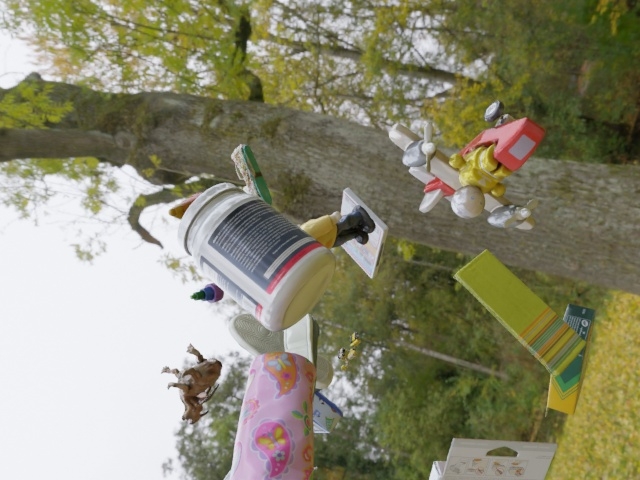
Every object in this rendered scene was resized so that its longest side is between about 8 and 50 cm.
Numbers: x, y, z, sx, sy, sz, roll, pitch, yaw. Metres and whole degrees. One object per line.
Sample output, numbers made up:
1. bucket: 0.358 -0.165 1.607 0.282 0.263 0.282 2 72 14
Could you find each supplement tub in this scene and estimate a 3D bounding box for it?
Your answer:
1. supplement tub: -0.124 0.029 1.024 0.191 0.272 0.191 -45 -20 -21

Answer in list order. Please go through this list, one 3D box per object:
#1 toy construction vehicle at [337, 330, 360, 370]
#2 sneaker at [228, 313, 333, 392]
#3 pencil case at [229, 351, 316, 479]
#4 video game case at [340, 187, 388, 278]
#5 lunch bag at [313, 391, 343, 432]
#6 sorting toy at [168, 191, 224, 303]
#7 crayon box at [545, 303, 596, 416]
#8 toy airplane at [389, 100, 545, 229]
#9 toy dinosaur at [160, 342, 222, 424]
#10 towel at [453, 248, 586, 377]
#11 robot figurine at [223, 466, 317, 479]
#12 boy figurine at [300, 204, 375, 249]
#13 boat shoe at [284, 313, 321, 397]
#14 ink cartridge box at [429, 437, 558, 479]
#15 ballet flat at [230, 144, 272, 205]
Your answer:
1. toy construction vehicle: 0.092 0.335 1.580 0.086 0.035 0.098 -47 17 24
2. sneaker: -0.139 0.357 1.566 0.148 0.350 0.131 -50 7 40
3. pencil case: -0.066 0.306 0.798 0.284 0.124 0.124 -91 0 -53
4. video game case: 0.135 -0.019 1.767 0.025 0.204 0.285 -30 -29 -23
5. lunch bag: -0.046 0.616 1.942 0.115 0.243 0.303 -52 0 -23
6. sorting toy: -0.406 0.027 1.674 0.126 0.127 0.364 -8 -94 -48
7. crayon box: 0.771 0.384 1.618 0.203 0.083 0.322 -48 -41 -40
8. toy airplane: 0.393 -0.163 1.433 0.384 0.387 0.272 70 -149 -47
9. toy dinosaur: -0.386 0.451 1.702 0.296 0.200 0.127 -43 32 23
10. towel: 0.351 0.123 0.929 0.102 0.237 0.021 -31 -22 -31
11. robot figurine: -0.155 0.757 1.482 0.353 0.300 0.200 -57 17 1
12. boy figurine: 0.000 0.000 1.243 0.285 0.092 0.177 -24 -25 -37
13. boat shoe: -0.045 0.348 1.397 0.099 0.117 0.319 45 -140 -48
14. ink cartridge box: 0.415 0.572 1.292 0.060 0.276 0.238 -109 27 -70
15. ballet flat: -0.240 -0.214 1.812 0.091 0.077 0.240 -14 -98 -62
